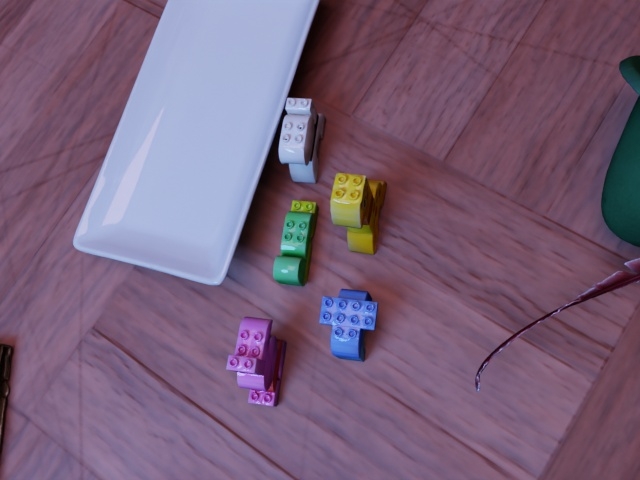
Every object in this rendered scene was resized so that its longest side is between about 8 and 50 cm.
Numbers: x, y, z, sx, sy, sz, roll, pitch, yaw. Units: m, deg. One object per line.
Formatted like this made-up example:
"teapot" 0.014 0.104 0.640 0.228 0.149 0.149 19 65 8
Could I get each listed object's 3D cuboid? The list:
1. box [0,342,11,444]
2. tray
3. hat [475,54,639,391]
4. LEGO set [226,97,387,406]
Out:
"box" -0.343 0.166 0.500 0.201 0.021 0.164 -4 74 10
"tray" -0.089 -0.103 0.511 0.145 0.030 0.270 12 77 26
"hat" 0.221 -0.002 0.427 0.208 0.183 0.173 15 35 -12
"LEGO set" 0.000 0.000 0.438 0.087 0.093 0.227 5 75 13
